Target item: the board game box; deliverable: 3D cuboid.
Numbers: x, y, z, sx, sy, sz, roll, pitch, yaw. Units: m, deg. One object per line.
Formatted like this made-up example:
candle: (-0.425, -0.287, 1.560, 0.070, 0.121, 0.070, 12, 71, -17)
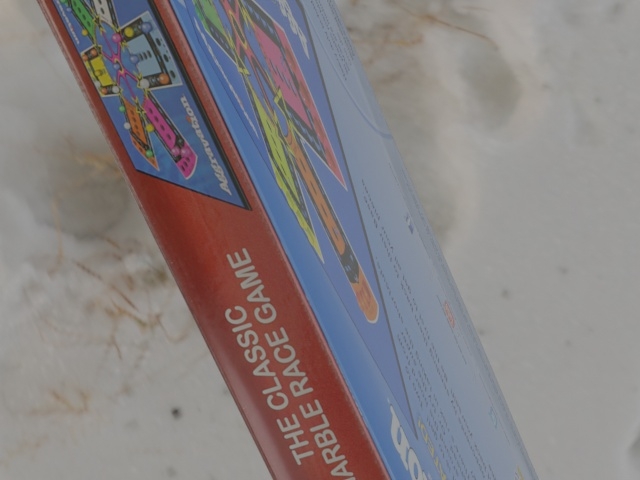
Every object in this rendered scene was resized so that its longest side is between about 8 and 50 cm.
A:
board game box: (0.000, 0.000, 0.408, 0.027, 0.145, 0.281, -20, 109, 13)
